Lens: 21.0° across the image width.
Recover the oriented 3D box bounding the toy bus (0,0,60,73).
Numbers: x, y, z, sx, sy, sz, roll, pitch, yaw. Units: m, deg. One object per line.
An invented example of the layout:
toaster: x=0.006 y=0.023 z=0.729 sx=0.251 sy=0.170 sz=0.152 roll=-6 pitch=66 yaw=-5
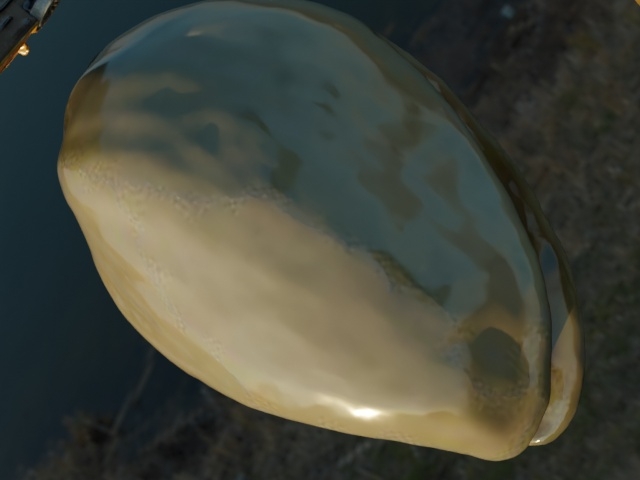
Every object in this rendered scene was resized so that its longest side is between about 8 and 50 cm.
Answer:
toy bus: x=-0.220 y=-0.114 z=1.033 sx=0.074 sy=0.069 sz=0.162 roll=-53 pitch=5 yaw=45

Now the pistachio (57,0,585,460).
pistachio: x=0.000 y=0.000 z=0.682 sx=0.238 sy=0.138 sz=0.153 roll=44 pitch=112 yaw=14

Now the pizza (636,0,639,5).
pizza: x=0.208 y=-0.254 z=1.197 sx=0.081 sy=0.289 sz=0.228 roll=-35 pitch=66 yaw=15
